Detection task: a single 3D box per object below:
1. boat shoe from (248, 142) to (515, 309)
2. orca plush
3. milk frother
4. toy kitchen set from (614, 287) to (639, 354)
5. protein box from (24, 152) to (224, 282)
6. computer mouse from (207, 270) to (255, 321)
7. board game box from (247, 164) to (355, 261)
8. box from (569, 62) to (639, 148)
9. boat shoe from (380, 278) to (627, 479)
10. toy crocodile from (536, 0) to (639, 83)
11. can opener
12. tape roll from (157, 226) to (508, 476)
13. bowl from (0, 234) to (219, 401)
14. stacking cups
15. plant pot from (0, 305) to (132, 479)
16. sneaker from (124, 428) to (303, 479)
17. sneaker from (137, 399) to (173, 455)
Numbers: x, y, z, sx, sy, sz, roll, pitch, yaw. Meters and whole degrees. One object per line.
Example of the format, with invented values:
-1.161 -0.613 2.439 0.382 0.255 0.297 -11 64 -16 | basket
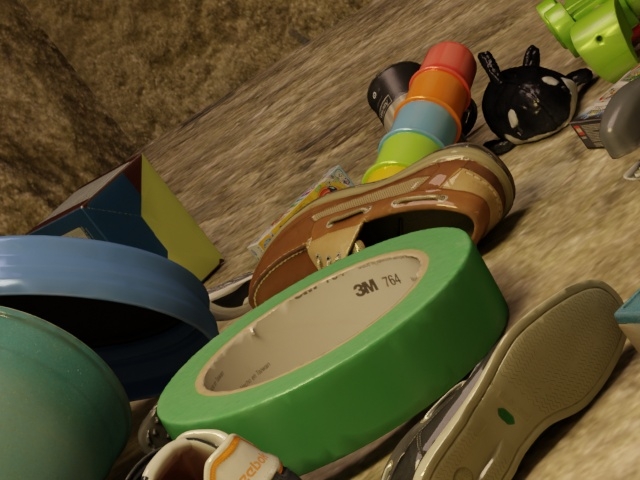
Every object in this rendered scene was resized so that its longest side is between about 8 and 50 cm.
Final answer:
0.049 0.008 1.940 0.324 0.122 0.120 -31 17 31 | boat shoe
0.233 -0.194 2.214 0.151 0.102 0.287 -33 12 20 | orca plush
0.144 -0.135 2.297 0.143 0.129 0.135 -12 45 -13 | milk frother
0.264 -0.019 1.265 0.122 0.166 0.207 -42 12 -19 | toy kitchen set
-0.286 0.012 2.732 0.136 0.200 0.201 -45 13 -33 | protein box
-0.080 0.060 2.251 0.193 0.042 0.106 -24 7 -35 | computer mouse
0.000 0.000 2.155 0.154 0.103 0.026 -45 14 -33 | board game box
0.337 -0.141 1.857 0.114 0.036 0.207 -40 12 -12 | box
0.131 0.113 1.360 0.233 0.084 0.079 -45 14 -22 | boat shoe
0.332 -0.261 2.226 0.115 0.105 0.340 -35 7 10 | toy crocodile
0.356 -0.152 1.692 0.283 0.095 0.076 -44 14 -27 | can opener
0.010 0.102 1.688 0.321 0.077 0.321 -29 12 7 | tape roll
-0.307 0.094 2.116 0.391 0.391 0.077 -26 57 46 | bowl
0.114 -0.116 2.114 0.096 0.096 0.316 -28 28 40 | stacking cups
-0.357 0.248 1.930 0.271 0.271 0.255 -29 29 36 | plant pot
-0.120 0.233 1.554 0.321 0.127 0.126 -28 16 47 | sneaker
-0.096 0.150 1.939 0.234 0.078 0.106 -38 8 -22 | sneaker
